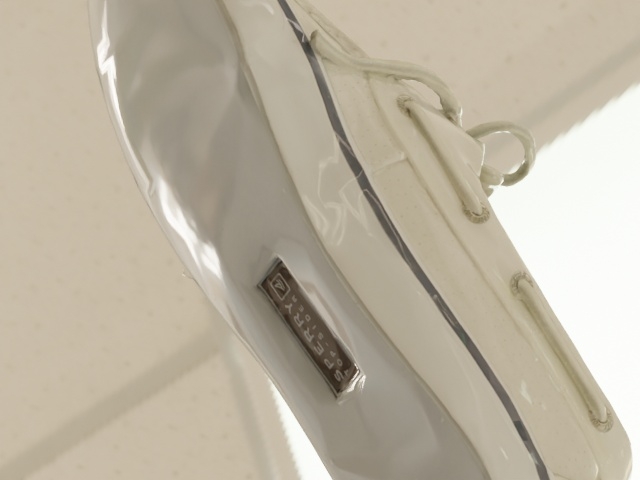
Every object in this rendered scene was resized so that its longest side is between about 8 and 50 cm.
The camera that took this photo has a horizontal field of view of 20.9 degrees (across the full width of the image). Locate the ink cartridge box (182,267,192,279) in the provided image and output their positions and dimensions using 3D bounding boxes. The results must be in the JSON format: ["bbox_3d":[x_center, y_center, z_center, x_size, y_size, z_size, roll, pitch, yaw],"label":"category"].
[{"bbox_3d":[0.000,0.000,1.217,0.104,0.181,0.061,-92,-166,-69],"label":"ink cartridge box"}]

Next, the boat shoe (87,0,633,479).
[{"bbox_3d":[0.033,-0.019,0.826,0.367,0.156,0.136,56,-42,17],"label":"boat shoe"}]
